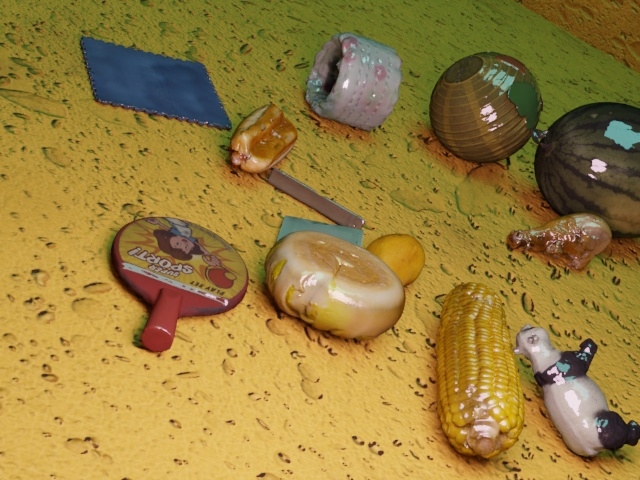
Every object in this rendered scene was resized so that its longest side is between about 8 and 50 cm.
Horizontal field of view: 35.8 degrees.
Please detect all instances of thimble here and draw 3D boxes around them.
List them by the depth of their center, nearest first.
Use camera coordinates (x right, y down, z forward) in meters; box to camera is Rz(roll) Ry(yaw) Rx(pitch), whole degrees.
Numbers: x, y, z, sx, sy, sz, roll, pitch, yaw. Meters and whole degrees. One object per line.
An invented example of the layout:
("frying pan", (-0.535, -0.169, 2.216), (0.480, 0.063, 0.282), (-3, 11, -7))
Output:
("thimble", (0.065, -0.333, 2.078), (0.149, 0.185, 0.211), (14, -4, -24))

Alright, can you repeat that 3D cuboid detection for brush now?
("brush", (-0.007, -0.069, 1.727), (0.190, 0.034, 0.027), (31, 13, 11))

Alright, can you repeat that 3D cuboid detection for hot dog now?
("hot dog", (-0.107, -0.177, 1.781), (0.102, 0.076, 0.249), (49, 26, -9))

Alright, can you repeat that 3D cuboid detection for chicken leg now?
("chicken leg", (0.465, 0.002, 1.935), (0.208, 0.101, 0.085), (-5, 33, -11))

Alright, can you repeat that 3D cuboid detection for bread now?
("bread", (0.017, 0.068, 1.441), (0.214, 0.104, 0.213), (17, 27, -9))

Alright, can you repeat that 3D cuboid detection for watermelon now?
("watermelon", (0.609, -0.151, 2.093), (0.360, 0.278, 0.278), (18, 29, -16))

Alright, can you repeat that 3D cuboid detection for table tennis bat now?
("table tennis bat", (-0.200, 0.055, 1.369), (0.200, 0.038, 0.310), (20, 26, -8))

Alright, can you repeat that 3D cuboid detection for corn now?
("corn", (0.224, 0.178, 1.412), (0.121, 0.120, 0.363), (23, 27, -5))

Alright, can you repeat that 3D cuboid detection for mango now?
("mango", (0.112, 0.041, 1.596), (0.098, 0.075, 0.190), (20, 33, 12))

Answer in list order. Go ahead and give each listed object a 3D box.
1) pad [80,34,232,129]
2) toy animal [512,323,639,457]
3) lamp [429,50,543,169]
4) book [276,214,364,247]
("pad", (-0.316, -0.302, 1.886), (0.269, 0.012, 0.269), (10, 32, -26))
("toy animal", (0.365, 0.216, 1.451), (0.121, 0.094, 0.225), (-6, 64, -47))
("lamp", (0.373, -0.270, 2.171), (0.284, 0.250, 0.250), (55, 14, -31))
("book", (0.000, 0.000, 1.603), (0.135, 0.017, 0.103), (11, 29, 1))
